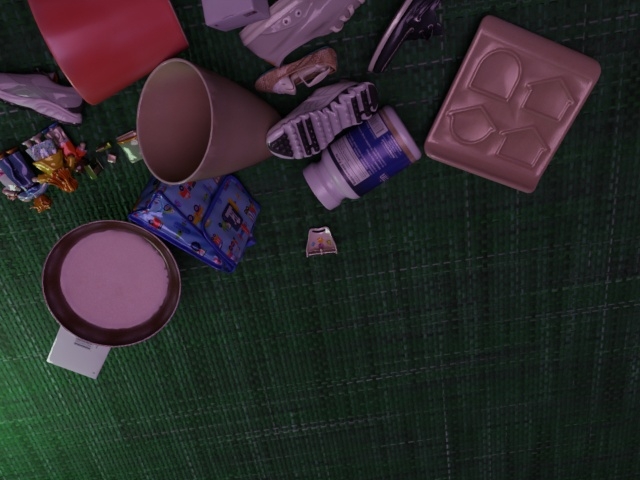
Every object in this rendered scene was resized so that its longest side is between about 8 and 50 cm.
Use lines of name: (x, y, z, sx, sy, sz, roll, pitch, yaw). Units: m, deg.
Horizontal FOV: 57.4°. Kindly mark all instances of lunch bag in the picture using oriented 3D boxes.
lunch bag: (-0.277, -0.069, 1.424, 0.138, 0.221, 0.293, -29, 123, 36)

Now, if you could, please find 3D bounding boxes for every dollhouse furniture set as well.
dollhouse furniture set: (-0.501, -0.208, 1.435, 0.152, 0.058, 0.076, -21, 117, 8)

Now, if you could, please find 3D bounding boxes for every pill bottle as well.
pill bottle: (0.098, -0.196, 1.422, 0.265, 0.153, 0.153, -32, 115, 14)

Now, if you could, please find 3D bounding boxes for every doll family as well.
doll family: (-0.687, -0.159, 1.417, 0.263, 0.118, 0.163, -25, 116, 10)

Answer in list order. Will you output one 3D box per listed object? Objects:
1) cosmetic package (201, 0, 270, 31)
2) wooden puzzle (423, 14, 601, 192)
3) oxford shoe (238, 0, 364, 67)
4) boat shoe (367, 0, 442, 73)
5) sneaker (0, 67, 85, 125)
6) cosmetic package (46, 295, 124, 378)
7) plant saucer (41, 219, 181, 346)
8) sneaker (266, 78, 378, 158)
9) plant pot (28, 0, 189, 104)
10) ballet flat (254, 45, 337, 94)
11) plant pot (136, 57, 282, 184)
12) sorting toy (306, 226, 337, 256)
cosmetic package: (-0.187, -0.560, 1.191, 0.117, 0.085, 0.231, -7, 95, 24)
wooden puzzle: (0.454, -0.324, 1.421, 0.322, 0.080, 0.347, 17, 111, -12)
oxford shoe: (0.031, -0.522, 1.242, 0.449, 0.169, 0.130, -31, 112, 20)
boat shoe: (0.233, -0.501, 1.284, 0.113, 0.127, 0.340, 32, 103, -5)
sneaker: (-0.673, -0.351, 1.343, 0.272, 0.100, 0.108, 18, 91, -9)
cosmetic package: (-0.591, 0.196, 1.549, 0.138, 0.224, 0.224, 25, 113, -13)
plant saucer: (-0.485, 0.099, 1.375, 0.311, 0.050, 0.310, -2, 103, -8)
sneaker: (-0.008, -0.283, 1.338, 0.292, 0.118, 0.110, -32, 138, -21)
plant pot: (-0.423, -0.452, 1.212, 0.243, 0.275, 0.274, -24, 117, -3)
ballet flat: (-0.054, -0.381, 1.356, 0.206, 0.073, 0.067, -24, 73, 10)
plant pot: (-0.220, -0.250, 1.305, 0.274, 0.256, 0.256, -5, 129, -51)
sorting toy: (0.000, 0.000, 1.584, 0.083, 0.045, 0.075, -6, 111, 1)
